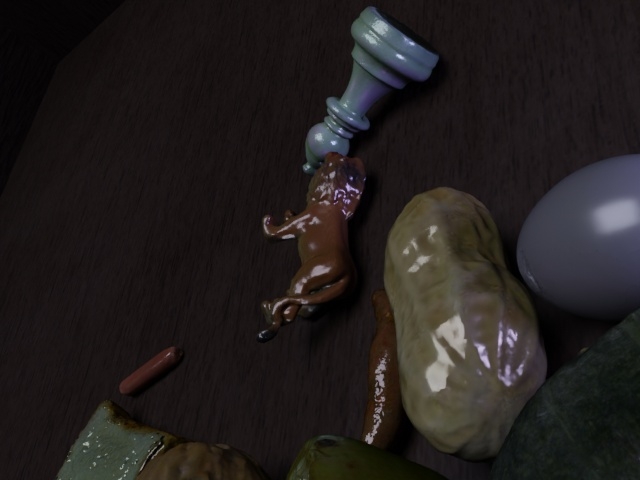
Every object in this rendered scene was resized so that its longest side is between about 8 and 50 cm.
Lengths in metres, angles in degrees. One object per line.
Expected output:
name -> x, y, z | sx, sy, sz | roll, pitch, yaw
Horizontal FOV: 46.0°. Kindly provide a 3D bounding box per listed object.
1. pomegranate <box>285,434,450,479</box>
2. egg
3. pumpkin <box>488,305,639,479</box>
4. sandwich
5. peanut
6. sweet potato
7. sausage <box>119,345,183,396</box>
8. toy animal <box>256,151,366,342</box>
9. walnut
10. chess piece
pomegranate -> 0.042, 0.318, 0.638 | 0.358, 0.216, 0.310 | -61, -12, -80
egg -> 0.267, 0.000, 0.675 | 0.198, 0.146, 0.147 | -16, 50, 52
pumpkin -> 0.248, 0.188, 0.434 | 0.328, 0.291, 0.257 | -58, 3, 16
sandwich -> -0.310, 0.369, 1.128 | 0.251, 0.087, 0.226 | 2, 64, 52
peanut -> 0.142, 0.069, 0.769 | 0.152, 0.152, 0.313 | -35, 37, 28
sweet potato -> 0.078, 0.144, 0.869 | 0.078, 0.058, 0.255 | -51, 24, 45
sausage -> -0.289, 0.223, 1.274 | 0.147, 0.030, 0.035 | -38, 37, 24
toy animal -> 0.000, 0.000, 1.057 | 0.157, 0.097, 0.313 | -26, 45, 27
walnut -> -0.132, 0.340, 0.839 | 0.198, 0.198, 0.245 | -35, 47, 28
chess piece -> 0.053, -0.208, 1.157 | 0.272, 0.139, 0.139 | -55, 32, 22
